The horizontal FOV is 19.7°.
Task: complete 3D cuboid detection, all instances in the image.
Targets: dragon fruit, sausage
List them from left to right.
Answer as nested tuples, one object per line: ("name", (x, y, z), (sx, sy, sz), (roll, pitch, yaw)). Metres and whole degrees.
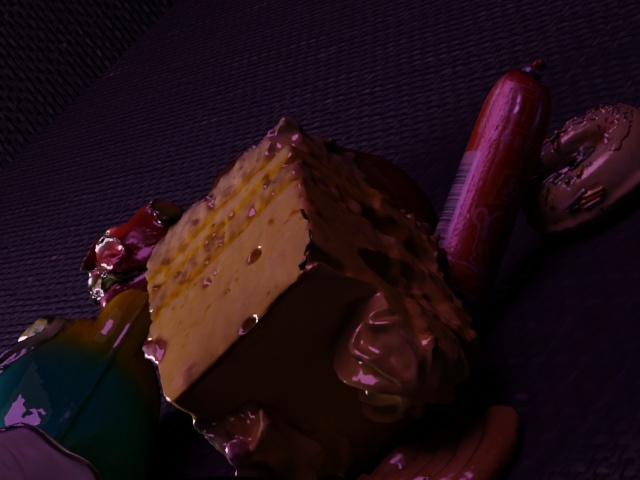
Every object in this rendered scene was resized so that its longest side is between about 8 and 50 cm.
("dragon fruit", (-0.195, 0.044, 2.201), (0.200, 0.198, 0.269), (1, 7, -19))
("sausage", (0.165, -0.053, 1.791), (0.074, 0.074, 0.274), (0, 67, 61))

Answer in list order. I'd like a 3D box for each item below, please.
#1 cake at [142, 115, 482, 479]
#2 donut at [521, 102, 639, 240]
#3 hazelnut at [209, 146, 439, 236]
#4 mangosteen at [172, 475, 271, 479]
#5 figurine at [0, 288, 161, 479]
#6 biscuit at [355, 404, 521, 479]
("cake", (-0.006, 0.079, 1.647), (0.227, 0.222, 0.286), (-46, 30, 23))
("donut", (0.267, -0.074, 1.829), (0.174, 0.068, 0.174), (-33, 20, 14))
("hazelnut", (0.000, 0.000, 1.907), (0.251, 0.217, 0.217), (-2, 23, 0))
("mangosteen", (-0.060, 0.314, 1.252), (0.297, 0.313, 0.297), (-28, -21, -11))
("figurine", (-0.274, 0.212, 1.951), (0.323, 0.231, 0.340), (-59, 3, 23))
("biscuit", (0.067, 0.223, 1.563), (0.224, 0.033, 0.144), (-30, 20, 26))
